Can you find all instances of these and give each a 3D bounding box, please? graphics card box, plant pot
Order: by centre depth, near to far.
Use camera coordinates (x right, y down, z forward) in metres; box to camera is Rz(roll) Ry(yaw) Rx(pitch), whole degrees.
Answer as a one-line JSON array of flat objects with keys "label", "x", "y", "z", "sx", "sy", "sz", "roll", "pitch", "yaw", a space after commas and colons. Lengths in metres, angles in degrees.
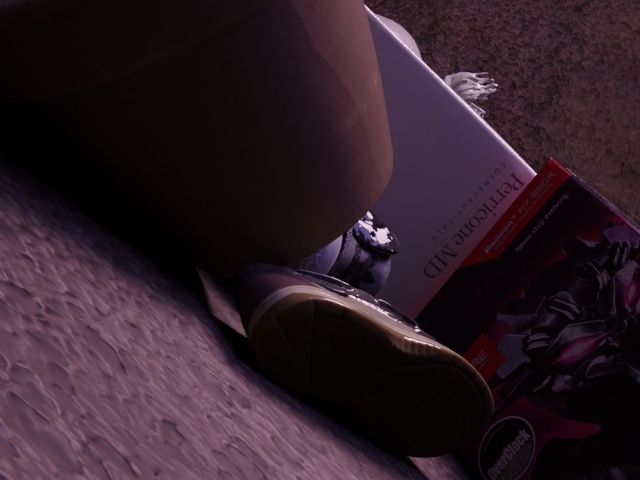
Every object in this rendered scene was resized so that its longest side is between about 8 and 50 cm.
[{"label": "plant pot", "x": -0.064, "y": -0.110, "z": 0.802, "sx": 0.229, "sy": 0.263, "sz": 0.263, "roll": 60, "pitch": -3, "yaw": -29}, {"label": "graphics card box", "x": 0.216, "y": 0.116, "z": 1.011, "sx": 0.094, "sy": 0.233, "sz": 0.371, "roll": 33, "pitch": 12, "yaw": -36}]

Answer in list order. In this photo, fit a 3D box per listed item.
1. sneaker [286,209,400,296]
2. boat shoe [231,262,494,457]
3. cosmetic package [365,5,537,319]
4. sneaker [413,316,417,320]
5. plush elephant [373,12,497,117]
[{"label": "sneaker", "x": 0.000, "y": 0.000, "z": 0.997, "sx": 0.153, "sy": 0.101, "sz": 0.268, "roll": 39, "pitch": 5, "yaw": -22}, {"label": "boat shoe", "x": 0.029, "y": 0.070, "z": 0.828, "sx": 0.223, "sy": 0.080, "sz": 0.073, "roll": 32, "pitch": 18, "yaw": -44}, {"label": "cosmetic package", "x": -0.015, "y": -0.114, "z": 1.184, "sx": 0.385, "sy": 0.217, "sz": 0.156, "roll": 41, "pitch": 6, "yaw": -11}, {"label": "sneaker", "x": 0.110, "y": -0.014, "z": 1.375, "sx": 0.086, "sy": 0.229, "sz": 0.132, "roll": 8, "pitch": 22, "yaw": -44}, {"label": "plush elephant", "x": 0.011, "y": -0.130, "z": 1.482, "sx": 0.329, "sy": 0.272, "sz": 0.255, "roll": 14, "pitch": 41, "yaw": 11}]
